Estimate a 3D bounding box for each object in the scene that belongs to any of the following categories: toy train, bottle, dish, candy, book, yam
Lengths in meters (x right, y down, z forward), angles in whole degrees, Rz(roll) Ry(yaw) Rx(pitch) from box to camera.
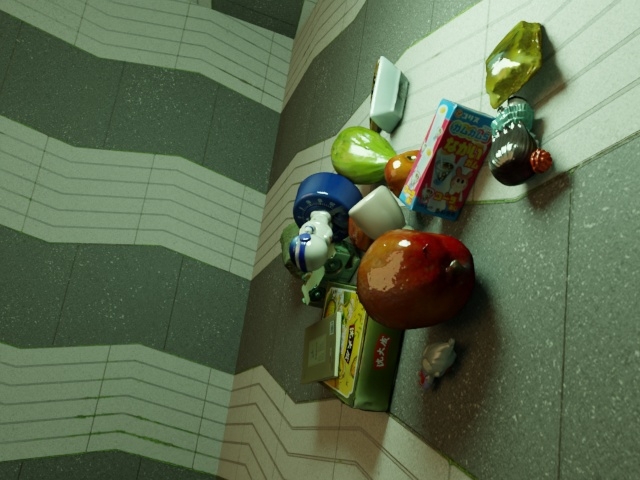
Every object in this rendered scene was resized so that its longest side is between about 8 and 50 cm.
[{"bbox_3d":[0.034,0.139,2.059,0.326,0.160,0.129,-62,26,26],"label":"toy train"},{"bbox_3d":[0.214,-0.043,1.599,0.148,0.236,0.147,-39,3,2],"label":"bottle"},{"bbox_3d":[0.272,-0.541,1.894,0.080,0.182,0.243,6,82,33],"label":"dish"},{"bbox_3d":[0.354,-0.218,1.396,0.100,0.158,0.305,-119,46,-61],"label":"candy"},{"bbox_3d":[-0.001,0.388,1.789,0.310,0.021,0.216,139,139,-60],"label":"book"},{"bbox_3d":[-0.090,0.045,2.406,0.300,0.195,0.195,-108,36,-57],"label":"yam"}]

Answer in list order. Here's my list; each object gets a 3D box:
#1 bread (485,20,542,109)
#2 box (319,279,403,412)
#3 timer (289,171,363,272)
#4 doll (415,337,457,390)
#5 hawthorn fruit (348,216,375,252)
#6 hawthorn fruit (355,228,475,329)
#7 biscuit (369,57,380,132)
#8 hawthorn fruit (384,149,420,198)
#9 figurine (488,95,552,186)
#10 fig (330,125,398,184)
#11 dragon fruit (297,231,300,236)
[{"bbox_3d":[0.477,-0.450,1.265,0.161,0.088,0.233,-35,23,47],"label":"bread"},{"bbox_3d":[0.118,0.339,1.727,0.420,0.138,0.372,180,102,-71],"label":"box"},{"bbox_3d":[-0.010,-0.042,1.844,0.270,0.271,0.383,-57,6,44],"label":"timer"},{"bbox_3d":[0.303,0.318,1.328,0.227,0.075,0.102,108,173,-50],"label":"doll"},{"bbox_3d":[0.182,-0.045,1.789,0.173,0.174,0.178,-151,48,-70],"label":"hawthorn fruit"},{"bbox_3d":[0.252,0.098,1.320,0.312,0.295,0.294,-17,55,28],"label":"hawthorn fruit"},{"bbox_3d":[0.224,-0.580,2.046,0.278,0.043,0.301,-68,-16,-85],"label":"biscuit"},{"bbox_3d":[0.329,-0.240,1.551,0.286,0.165,0.165,-38,34,16],"label":"hawthorn fruit"},{"bbox_3d":[0.463,-0.240,1.192,0.138,0.110,0.245,-45,29,51],"label":"figurine"},{"bbox_3d":[0.162,-0.316,1.882,0.314,0.233,0.232,-139,63,-75],"label":"fig"},{"bbox_3d":[0.000,0.000,2.193,0.261,0.190,0.162,-107,25,-56],"label":"dragon fruit"}]
